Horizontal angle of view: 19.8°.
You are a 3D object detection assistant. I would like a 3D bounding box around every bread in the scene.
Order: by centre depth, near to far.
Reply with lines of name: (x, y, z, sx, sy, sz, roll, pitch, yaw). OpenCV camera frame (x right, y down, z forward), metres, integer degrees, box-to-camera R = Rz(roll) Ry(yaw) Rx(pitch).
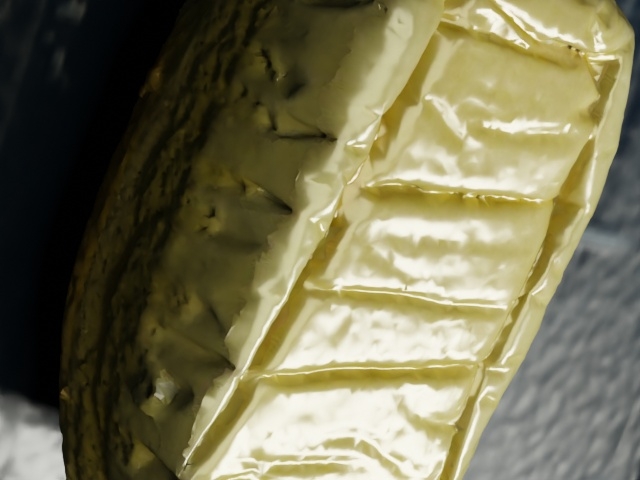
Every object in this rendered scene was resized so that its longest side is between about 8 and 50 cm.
bread: (0.000, 0.000, 0.579, 0.140, 0.106, 0.236, 16, 101, -43)
